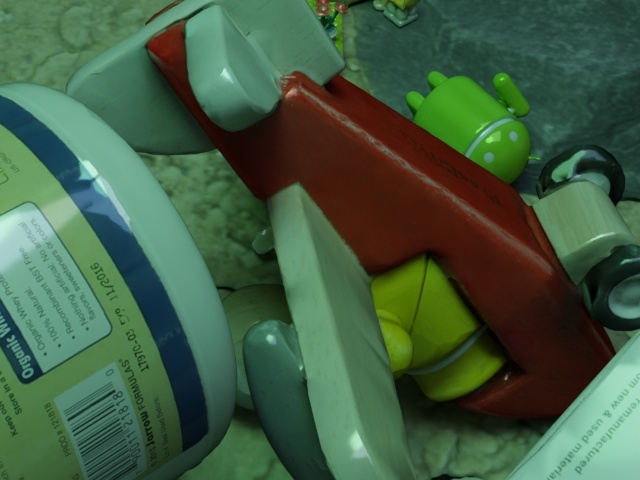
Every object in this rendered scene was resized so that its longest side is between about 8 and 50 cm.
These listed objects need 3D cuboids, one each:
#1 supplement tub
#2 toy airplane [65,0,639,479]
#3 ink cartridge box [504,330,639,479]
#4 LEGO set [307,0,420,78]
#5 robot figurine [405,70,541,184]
[{"bbox_3d":[-0.223,0.083,0.646,0.316,0.228,0.228,-31,60,-28],"label":"supplement tub"},{"bbox_3d":[0.000,0.000,0.855,0.384,0.272,0.386,49,25,15],"label":"toy airplane"},{"bbox_3d":[0.255,0.211,0.723,0.306,0.226,0.131,38,81,23],"label":"ink cartridge box"},{"bbox_3d":[0.038,-0.226,1.162,0.132,0.107,0.287,31,52,18],"label":"LEGO set"},{"bbox_3d":[0.120,-0.086,1.079,0.101,0.067,0.115,-42,63,-4],"label":"robot figurine"}]
